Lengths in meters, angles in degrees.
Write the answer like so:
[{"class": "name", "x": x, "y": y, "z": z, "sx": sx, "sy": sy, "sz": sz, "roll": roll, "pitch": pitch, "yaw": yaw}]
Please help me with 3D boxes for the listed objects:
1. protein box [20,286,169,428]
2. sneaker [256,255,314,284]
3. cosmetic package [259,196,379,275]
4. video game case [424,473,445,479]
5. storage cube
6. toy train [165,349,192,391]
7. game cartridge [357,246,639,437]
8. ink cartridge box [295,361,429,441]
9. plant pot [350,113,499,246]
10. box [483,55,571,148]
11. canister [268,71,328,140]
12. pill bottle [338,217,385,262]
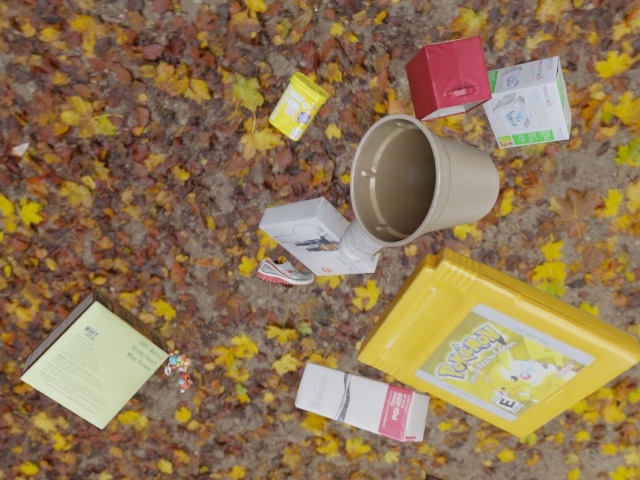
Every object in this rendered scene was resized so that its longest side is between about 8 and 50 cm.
[{"class": "protein box", "x": -0.480, "y": 0.248, "z": 1.027, "sx": 0.201, "sy": 0.136, "sz": 0.200, "roll": -49, "pitch": 114, "yaw": -11}, {"class": "sneaker", "x": -0.112, "y": 0.106, "z": 1.645, "sx": 0.225, "sy": 0.088, "sz": 0.093, "roll": 12, "pitch": 85, "yaw": -38}, {"class": "cosmetic package", "x": 0.000, "y": 0.000, "z": 1.770, "sx": 0.284, "sy": 0.098, "sz": 0.377, "roll": -5, "pitch": 144, "yaw": 42}, {"class": "video game case", "x": 0.325, "y": 0.597, "z": 0.988, "sx": 0.248, "sy": 0.275, "sz": 0.035, "roll": 12, "pitch": 89, "yaw": 20}, {"class": "storage cube", "x": 0.392, "y": -0.495, "z": 1.477, "sx": 0.183, "sy": 0.215, "sz": 0.193, "roll": -13, "pitch": 94, "yaw": -7}, {"class": "toy train", "x": -0.502, "y": 0.469, "z": 1.720, "sx": 0.046, "sy": 0.125, "sz": 0.166, "roll": -10, "pitch": 141, "yaw": 7}, {"class": "game cartridge", "x": 0.255, "y": 0.174, "z": 0.748, "sx": 0.323, "sy": 0.053, "sz": 0.285, "roll": 24, "pitch": 131, "yaw": -1}, {"class": "ink cartridge box", "x": 0.084, "y": 0.310, "z": 0.913, "sx": 0.217, "sy": 0.092, "sz": 0.158, "roll": 6, "pitch": 162, "yaw": 26}, {"class": "plant pot", "x": 0.299, "y": -0.153, "z": 1.282, "sx": 0.305, "sy": 0.334, "sz": 0.334, "roll": -1, "pitch": 120, "yaw": -34}, {"class": "box", "x": 0.690, "y": -0.452, "z": 1.578, "sx": 0.231, "sy": 0.127, "sz": 0.262, "roll": 0, "pitch": 149, "yaw": 36}, {"class": "canister", "x": -0.072, "y": -0.411, "z": 1.466, "sx": 0.126, "sy": 0.073, "sz": 0.170, "roll": 38, "pitch": 121, "yaw": -1}, {"class": "pill bottle", "x": 0.150, "y": -0.018, "z": 1.488, "sx": 0.131, "sy": 0.131, "sz": 0.229, "roll": 26, "pitch": 146, "yaw": -13}]
